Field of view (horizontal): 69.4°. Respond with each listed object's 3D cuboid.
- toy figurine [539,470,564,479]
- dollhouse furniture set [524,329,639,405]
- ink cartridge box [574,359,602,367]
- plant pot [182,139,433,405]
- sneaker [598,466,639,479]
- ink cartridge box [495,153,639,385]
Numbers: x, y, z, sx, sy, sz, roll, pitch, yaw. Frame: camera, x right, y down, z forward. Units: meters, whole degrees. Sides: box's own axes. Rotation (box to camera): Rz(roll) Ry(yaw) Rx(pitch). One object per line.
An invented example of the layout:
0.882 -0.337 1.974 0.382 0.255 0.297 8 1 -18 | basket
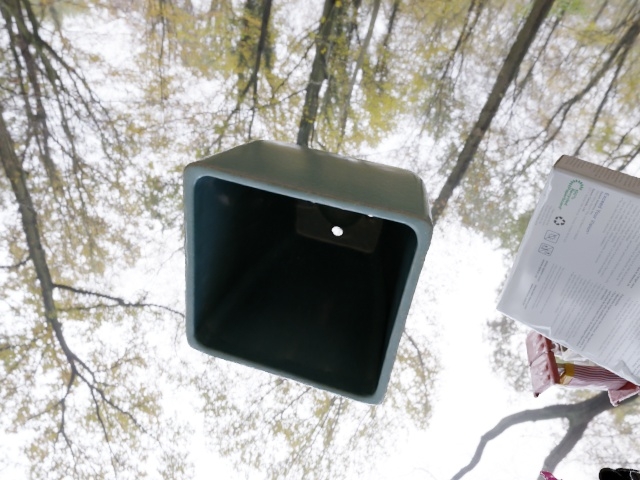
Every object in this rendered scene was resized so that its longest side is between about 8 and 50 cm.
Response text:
0.500 0.612 1.064 0.173 0.160 0.130 10 -174 -19 | toy figurine
0.596 0.211 0.963 0.201 0.374 0.152 4 -124 3 | dollhouse furniture set
0.753 0.302 1.253 0.115 0.199 0.067 -4 -178 -23 | ink cartridge box
0.000 0.000 0.588 0.247 0.247 0.252 14 -149 9 | plant pot
0.528 0.419 0.796 0.097 0.235 0.084 31 -106 21 | sneaker
0.483 0.066 0.732 0.330 0.324 0.071 28 -134 27 | ink cartridge box
